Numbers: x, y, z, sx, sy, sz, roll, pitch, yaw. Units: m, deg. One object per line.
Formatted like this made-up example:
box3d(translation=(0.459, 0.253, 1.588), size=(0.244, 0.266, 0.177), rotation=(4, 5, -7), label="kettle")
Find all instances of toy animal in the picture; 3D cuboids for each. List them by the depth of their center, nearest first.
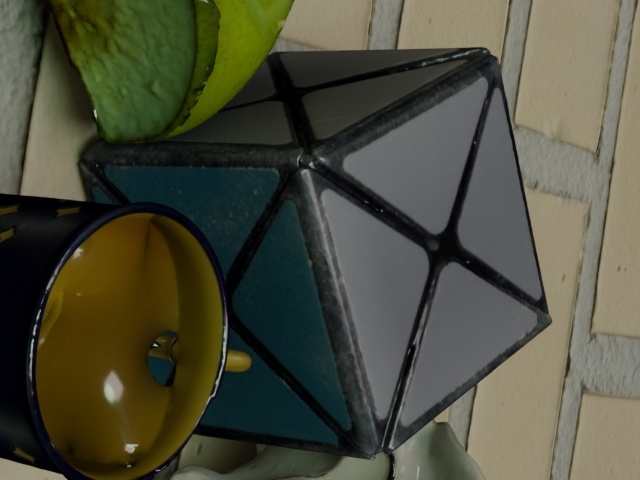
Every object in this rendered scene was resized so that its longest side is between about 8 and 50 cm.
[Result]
box3d(translation=(0.029, 0.208, 1.516), size=(0.289, 0.249, 0.174), rotation=(-28, 108, -46), label="toy animal")

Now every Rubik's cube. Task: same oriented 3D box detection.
box3d(translation=(0.000, 0.000, 1.432), size=(0.255, 0.260, 0.259), rotation=(-34, 115, -44), label="Rubik's cube")

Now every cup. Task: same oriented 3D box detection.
box3d(translation=(-0.191, 0.077, 1.213), size=(0.255, 0.256, 0.178), rotation=(51, 58, -41), label="cup")

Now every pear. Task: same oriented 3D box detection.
box3d(translation=(-0.092, -0.235, 1.340), size=(0.292, 0.159, 0.292), rotation=(20, 65, -51), label="pear")
